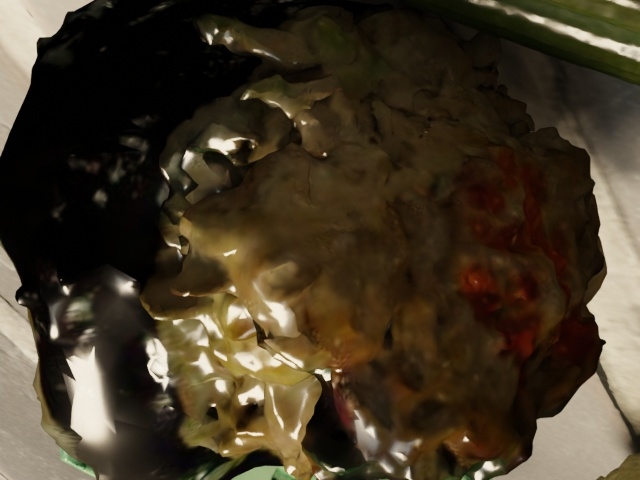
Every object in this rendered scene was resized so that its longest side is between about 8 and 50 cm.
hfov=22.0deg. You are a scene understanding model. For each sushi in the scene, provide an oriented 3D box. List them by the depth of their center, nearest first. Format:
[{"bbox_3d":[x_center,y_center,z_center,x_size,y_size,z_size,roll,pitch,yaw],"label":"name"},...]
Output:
[{"bbox_3d":[0.004,0.000,0.670,0.219,0.238,0.225,0,138,47],"label":"sushi"}]

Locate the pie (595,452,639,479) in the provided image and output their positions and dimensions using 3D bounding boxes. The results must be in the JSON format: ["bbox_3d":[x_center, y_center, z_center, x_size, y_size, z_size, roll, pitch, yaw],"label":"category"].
[{"bbox_3d":[0.258,0.255,0.938,0.075,0.337,0.337,-37,131,11],"label":"pie"}]

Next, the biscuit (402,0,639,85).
[{"bbox_3d":[0.111,-0.091,0.615,0.323,0.038,0.099,19,158,2],"label":"biscuit"}]

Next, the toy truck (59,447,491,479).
[{"bbox_3d":[-0.023,0.128,1.024,0.279,0.155,0.156,32,161,-25],"label":"toy truck"}]
